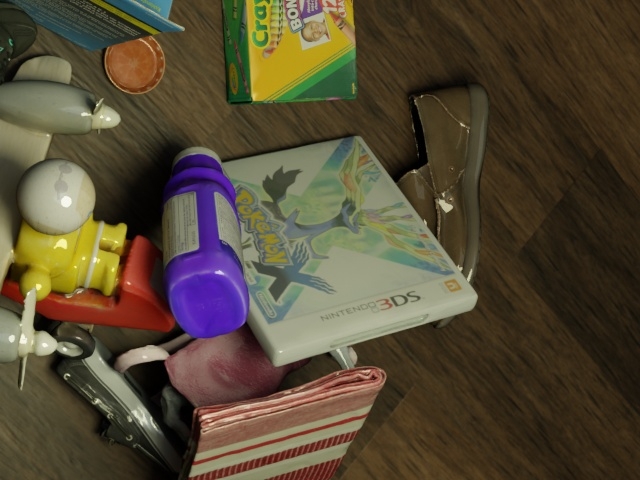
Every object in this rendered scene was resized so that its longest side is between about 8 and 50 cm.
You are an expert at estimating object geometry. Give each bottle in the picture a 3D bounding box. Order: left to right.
[{"bbox_3d":[-0.144,-0.010,1.511,0.092,0.282,0.118,-15,129,3],"label":"bottle"}]

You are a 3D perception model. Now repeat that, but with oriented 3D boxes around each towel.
[{"bbox_3d":[-0.064,0.265,1.560,0.237,0.329,0.037,-11,60,-21],"label":"towel"}]

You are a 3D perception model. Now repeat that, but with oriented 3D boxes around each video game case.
[{"bbox_3d":[0.000,0.000,1.646,0.300,0.329,0.036,-14,141,-27],"label":"video game case"}]

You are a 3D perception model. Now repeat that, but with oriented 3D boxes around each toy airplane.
[{"bbox_3d":[-0.364,-0.026,1.437,0.384,0.272,0.386,-21,81,-42],"label":"toy airplane"}]

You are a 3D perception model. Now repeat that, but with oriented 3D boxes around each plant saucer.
[{"bbox_3d":[-0.245,-0.234,1.639,0.084,0.013,0.083,-3,95,-28],"label":"plant saucer"}]

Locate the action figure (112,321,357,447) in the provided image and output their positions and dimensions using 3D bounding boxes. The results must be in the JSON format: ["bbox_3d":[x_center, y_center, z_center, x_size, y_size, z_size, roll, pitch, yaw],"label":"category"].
[{"bbox_3d":[-0.064,0.129,1.674,0.276,0.248,0.370,45,76,-7],"label":"action figure"}]

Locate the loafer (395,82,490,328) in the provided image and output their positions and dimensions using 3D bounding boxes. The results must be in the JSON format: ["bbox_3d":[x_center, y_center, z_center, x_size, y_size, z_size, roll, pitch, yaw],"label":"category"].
[{"bbox_3d":[0.163,-0.054,1.825,0.130,0.134,0.365,7,80,-6],"label":"loafer"}]

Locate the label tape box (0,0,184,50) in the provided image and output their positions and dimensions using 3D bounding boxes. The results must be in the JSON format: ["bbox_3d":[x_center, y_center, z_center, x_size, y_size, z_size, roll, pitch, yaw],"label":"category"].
[{"bbox_3d":[-0.294,-0.326,1.424,0.241,0.334,0.105,27,81,-27],"label":"label tape box"}]

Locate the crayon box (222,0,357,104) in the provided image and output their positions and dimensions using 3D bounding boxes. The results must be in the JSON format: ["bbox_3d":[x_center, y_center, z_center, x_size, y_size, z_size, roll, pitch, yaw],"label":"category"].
[{"bbox_3d":[-0.045,-0.327,1.702,0.165,0.081,0.278,-6,97,-28],"label":"crayon box"}]

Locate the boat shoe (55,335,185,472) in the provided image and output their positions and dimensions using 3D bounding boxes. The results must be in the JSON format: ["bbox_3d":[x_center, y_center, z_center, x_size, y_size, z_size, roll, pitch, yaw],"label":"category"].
[{"bbox_3d":[-0.262,0.229,1.633,0.076,0.080,0.228,-34,115,2],"label":"boat shoe"}]

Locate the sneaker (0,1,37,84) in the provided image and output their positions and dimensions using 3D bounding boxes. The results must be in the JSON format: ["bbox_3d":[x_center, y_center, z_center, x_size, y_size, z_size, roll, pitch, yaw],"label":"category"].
[{"bbox_3d":[-0.406,-0.196,1.439,0.106,0.101,0.267,38,35,7],"label":"sneaker"}]
